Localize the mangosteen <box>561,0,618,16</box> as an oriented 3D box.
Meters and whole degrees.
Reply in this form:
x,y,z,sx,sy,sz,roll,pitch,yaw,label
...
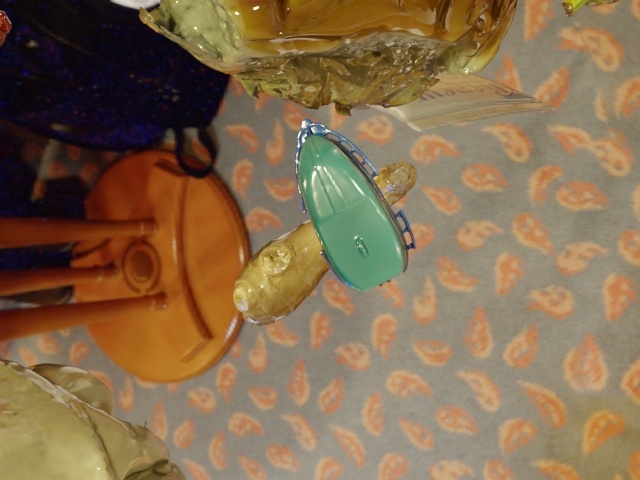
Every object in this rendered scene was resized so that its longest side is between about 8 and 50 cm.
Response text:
x,y,z,sx,sy,sz,roll,pitch,yaw,label
0.485,-0.468,1.387,0.146,0.156,0.181,-1,71,36,mangosteen

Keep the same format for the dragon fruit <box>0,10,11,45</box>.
x,y,z,sx,sy,sz,roll,pitch,yaw,label
-0.313,-0.151,0.676,0.131,0.063,0.097,-40,71,-12,dragon fruit

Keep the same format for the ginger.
x,y,z,sx,sy,sz,roll,pitch,yaw,label
0.000,0.000,0.995,0.294,0.131,0.086,-42,69,21,ginger

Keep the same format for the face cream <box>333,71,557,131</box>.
x,y,z,sx,sy,sz,roll,pitch,yaw,label
0.137,-0.236,1.277,0.420,0.235,0.137,39,133,55,face cream

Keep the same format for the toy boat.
x,y,z,sx,sy,sz,roll,pitch,yaw,label
0.025,-0.039,0.793,0.091,0.110,0.175,-27,93,13,toy boat

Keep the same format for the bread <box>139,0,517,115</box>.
x,y,z,sx,sy,sz,roll,pitch,yaw,label
-0.008,-0.219,0.575,0.225,0.279,0.250,-28,77,56,bread

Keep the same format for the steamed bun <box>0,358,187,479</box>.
x,y,z,sx,sy,sz,roll,pitch,yaw,label
-0.243,0.226,0.637,0.247,0.352,0.339,-92,20,-50,steamed bun
